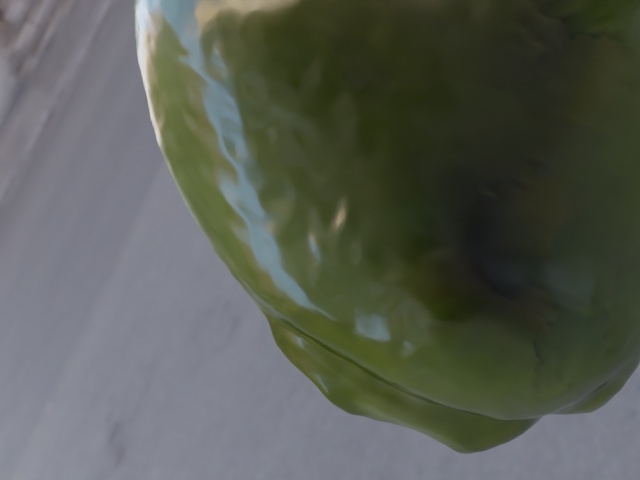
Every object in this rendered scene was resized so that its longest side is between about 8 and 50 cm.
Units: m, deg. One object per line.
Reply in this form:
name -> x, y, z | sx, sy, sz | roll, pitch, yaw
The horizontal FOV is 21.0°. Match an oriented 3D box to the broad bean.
broad bean -> 0.051, -0.059, 0.679 | 0.238, 0.291, 0.119 | -17, 12, 15
